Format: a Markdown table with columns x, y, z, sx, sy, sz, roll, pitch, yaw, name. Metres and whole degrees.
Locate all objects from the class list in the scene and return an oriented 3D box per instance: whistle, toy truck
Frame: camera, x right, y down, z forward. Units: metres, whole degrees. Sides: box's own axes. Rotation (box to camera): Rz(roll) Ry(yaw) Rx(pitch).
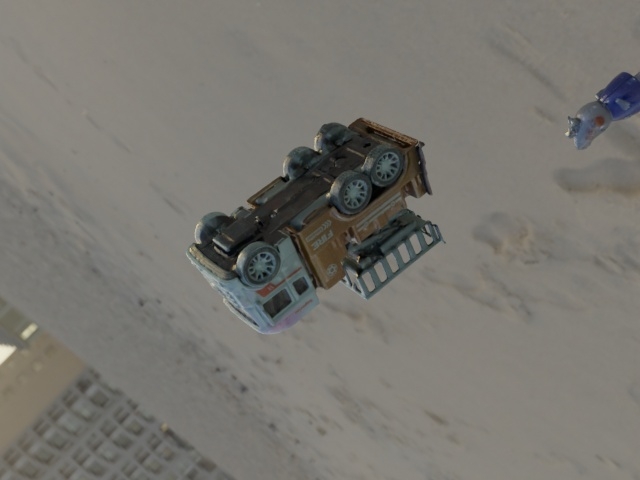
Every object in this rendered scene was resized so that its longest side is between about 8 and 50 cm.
| x | y | z | sx | sy | sz | roll | pitch | yaw | name |
| --- | --- | --- | --- | --- | --- | --- | --- | --- | --- |
| 0.198 | -0.091 | 0.582 | 0.033 | 0.083 | 0.029 | 48 | -174 | -49 | whistle |
| -0.001 | 0.000 | 0.659 | 0.080 | 0.178 | 0.115 | 33 | 153 | 49 | toy truck |
